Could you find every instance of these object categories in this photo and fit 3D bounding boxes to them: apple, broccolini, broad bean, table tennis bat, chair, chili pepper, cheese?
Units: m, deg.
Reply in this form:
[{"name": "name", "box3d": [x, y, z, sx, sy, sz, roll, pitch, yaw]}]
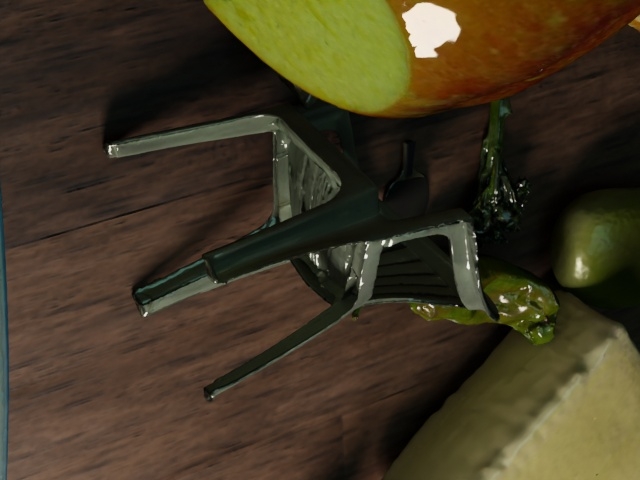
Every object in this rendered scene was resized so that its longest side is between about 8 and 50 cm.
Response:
[{"name": "apple", "box3d": [0.053, -0.265, 0.954, 0.374, 0.384, 0.374, 27, 53, -42]}, {"name": "broccolini", "box3d": [0.164, -0.111, 1.435, 0.071, 0.057, 0.254, -57, 156, -66]}, {"name": "broad bean", "box3d": [0.295, 0.004, 1.568, 0.174, 0.082, 0.124, -7, 113, -24]}, {"name": "table tennis bat", "box3d": [0.074, -0.047, 1.423, 0.050, 0.007, 0.083, -14, 118, -32]}, {"name": "chair", "box3d": [0.000, 0.000, 1.272, 0.275, 0.203, 0.190, -18, 130, -21]}, {"name": "chili pepper", "box3d": [0.124, 0.041, 1.452, 0.204, 0.073, 0.072, 14, 133, -29]}, {"name": "cheese", "box3d": [0.211, 0.220, 1.561, 0.265, 0.124, 0.242, -46, 125, -11]}]

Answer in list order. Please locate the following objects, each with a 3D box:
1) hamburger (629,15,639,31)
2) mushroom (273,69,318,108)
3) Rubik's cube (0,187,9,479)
[{"name": "hamburger", "box3d": [0.331, -0.333, 1.395, 0.284, 0.174, 0.304, 48, 67, -26]}, {"name": "mushroom", "box3d": [0.074, -0.247, 1.226, 0.292, 0.212, 0.217, -30, 132, -15]}, {"name": "Rubik's cube", "box3d": [-0.388, 0.016, 0.882, 0.352, 0.351, 0.347, -10, 114, -31]}]
